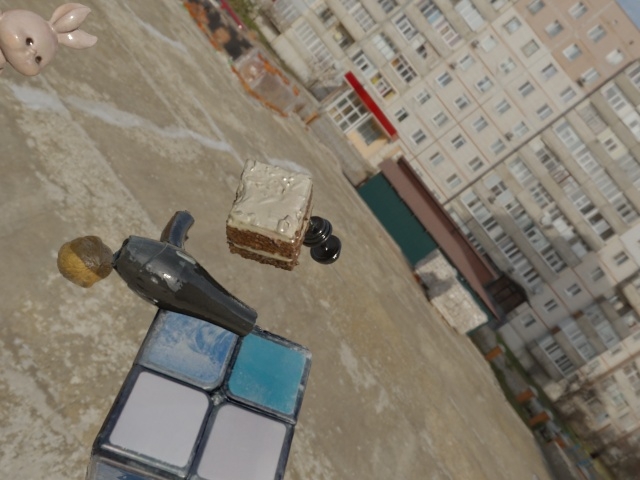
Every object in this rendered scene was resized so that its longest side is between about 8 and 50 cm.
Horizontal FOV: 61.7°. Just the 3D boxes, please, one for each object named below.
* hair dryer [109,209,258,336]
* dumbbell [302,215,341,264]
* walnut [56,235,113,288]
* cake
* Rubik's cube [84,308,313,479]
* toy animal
[{"bbox_3d":[-0.200,0.019,0.859,0.235,0.091,0.272,35,25,-28],"label":"hair dryer"},{"bbox_3d":[0.000,0.000,1.507,0.208,0.099,0.099,58,3,-48],"label":"dumbbell"},{"bbox_3d":[-0.459,0.041,1.051,0.124,0.105,0.105,11,-26,50],"label":"walnut"},{"bbox_3d":[-0.080,-0.042,0.900,0.134,0.135,0.147,17,-26,-2],"label":"cake"},{"bbox_3d":[-0.232,0.348,1.024,0.316,0.313,0.318,25,48,-8],"label":"Rubik's cube"},{"bbox_3d":[-0.476,-0.325,0.870,0.124,0.212,0.124,168,-90,-86],"label":"toy animal"}]
